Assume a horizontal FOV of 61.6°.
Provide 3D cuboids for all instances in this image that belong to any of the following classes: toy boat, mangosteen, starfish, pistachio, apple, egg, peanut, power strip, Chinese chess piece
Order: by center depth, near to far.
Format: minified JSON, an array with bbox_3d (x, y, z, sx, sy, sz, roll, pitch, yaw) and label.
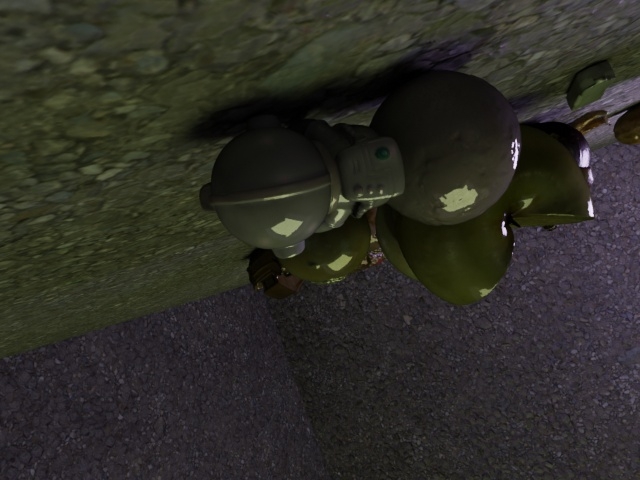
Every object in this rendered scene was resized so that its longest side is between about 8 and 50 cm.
[{"bbox_3d":[0.401,-0.227,0.802,0.048,0.030,0.191,-23,175,18],"label":"power strip"},{"bbox_3d":[0.250,-0.063,0.855,0.295,0.233,0.258,-30,-167,-3],"label":"apple"},{"bbox_3d":[-0.001,-0.004,0.969,0.164,0.164,0.202,-17,179,-40],"label":"egg"},{"bbox_3d":[0.234,-0.034,1.068,0.251,0.250,0.101,-20,150,-7],"label":"Chinese chess piece"},{"bbox_3d":[0.444,-0.126,1.072,0.193,0.216,0.192,-14,171,-2],"label":"mangosteen"},{"bbox_3d":[0.494,-0.208,1.240,0.303,0.060,0.299,-18,176,-3],"label":"starfish"},{"bbox_3d":[0.123,-0.044,1.311,0.206,0.131,0.129,-21,137,-64],"label":"pistachio"},{"bbox_3d":[0.867,-0.324,1.380,0.108,0.095,0.226,-36,-178,-34],"label":"peanut"},{"bbox_3d":[-0.121,0.089,1.580,0.136,0.162,0.445,-21,177,-22],"label":"toy boat"}]

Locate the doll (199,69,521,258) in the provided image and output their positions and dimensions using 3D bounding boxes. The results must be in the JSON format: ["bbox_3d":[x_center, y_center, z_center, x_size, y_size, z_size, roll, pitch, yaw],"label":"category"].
[{"bbox_3d":[0.037,-0.064,0.475,0.288,0.150,0.151,-15,175,-20],"label":"doll"}]

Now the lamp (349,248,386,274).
[{"bbox_3d":[0.109,0.017,1.699,0.177,0.176,0.274,-17,175,-34],"label":"lamp"}]

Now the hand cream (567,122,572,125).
[{"bbox_3d":[0.615,-0.259,1.406,0.079,0.050,0.275,-47,176,-11],"label":"hand cream"}]
